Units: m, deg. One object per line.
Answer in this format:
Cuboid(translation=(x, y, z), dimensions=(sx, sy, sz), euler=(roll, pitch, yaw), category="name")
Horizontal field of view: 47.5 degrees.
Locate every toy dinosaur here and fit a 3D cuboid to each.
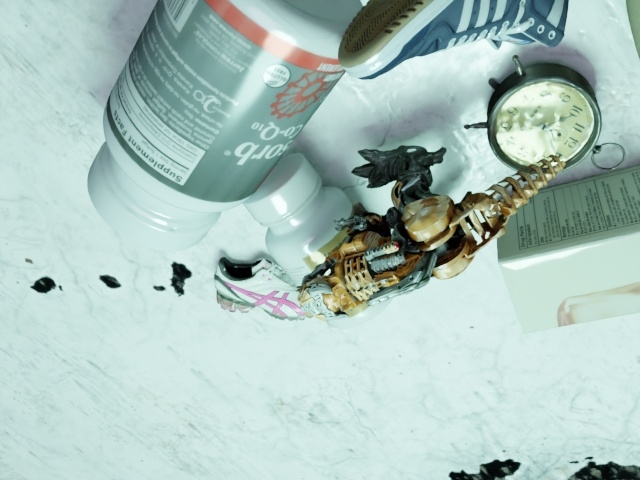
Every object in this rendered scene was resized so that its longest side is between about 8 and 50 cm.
Cuboid(translation=(0.126, -0.006, 0.860), dimensions=(0.322, 0.218, 0.164), euler=(-8, 116, 4), category="toy dinosaur")

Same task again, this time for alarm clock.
Cuboid(translation=(0.283, -0.137, 0.877), dimensions=(0.192, 0.064, 0.129), euler=(29, 126, -6), category="alarm clock")

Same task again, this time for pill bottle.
Cuboid(translation=(0.000, 0.000, 0.993), dimensions=(0.131, 0.131, 0.229), euler=(-24, 118, 26), category="pill bottle")
Cuboid(translation=(-0.125, -0.164, 0.848), dimensions=(0.210, 0.210, 0.363), euler=(32, 126, -13), category="pill bottle")

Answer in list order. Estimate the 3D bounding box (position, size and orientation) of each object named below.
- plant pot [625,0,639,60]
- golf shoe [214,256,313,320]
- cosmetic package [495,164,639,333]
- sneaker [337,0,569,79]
Cuboid(translation=(0.388, -0.294, 0.640), dimensions=(0.284, 0.284, 0.191), euler=(-27, 81, 27), category="plant pot")
Cuboid(translation=(-0.072, 0.071, 1.100), dimensions=(0.186, 0.067, 0.086), euler=(5, 125, 8), category="golf shoe")
Cuboid(translation=(0.379, 0.001, 0.907), dimensions=(0.296, 0.153, 0.129), euler=(-13, 122, 21), category="cosmetic package")
Cuboid(translation=(0.150, -0.222, 0.742), dimensions=(0.099, 0.282, 0.153), euler=(21, 154, 54), category="sneaker")
